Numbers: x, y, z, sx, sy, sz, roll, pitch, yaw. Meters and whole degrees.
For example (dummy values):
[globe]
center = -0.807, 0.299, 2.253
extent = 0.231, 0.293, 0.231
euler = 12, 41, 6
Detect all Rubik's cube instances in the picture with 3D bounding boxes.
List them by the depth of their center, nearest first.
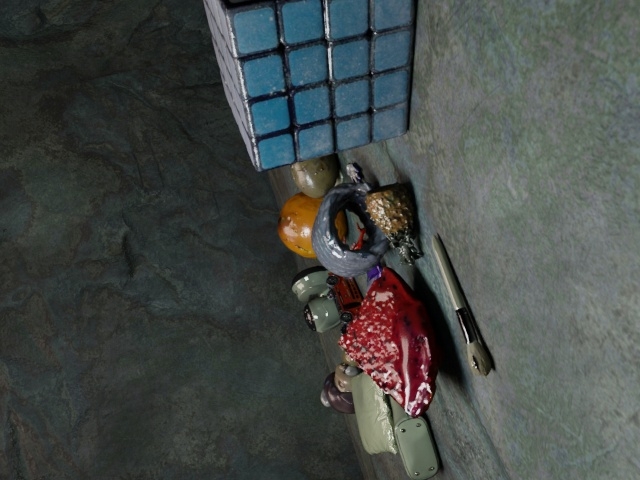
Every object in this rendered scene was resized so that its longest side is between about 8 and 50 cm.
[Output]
[Rubik's cube]
center = -0.032, -0.392, 1.110
extent = 0.345, 0.336, 0.344
euler = 82, 167, -46

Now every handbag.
[handbag]
center = 0.270, 0.610, 1.756
extent = 0.315, 0.109, 0.242
euler = 164, 90, -84

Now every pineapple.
[pineapple]
center = 0.173, -0.032, 1.258
extent = 0.108, 0.108, 0.198
euler = -145, 33, -74

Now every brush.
[brush]
center = 0.275, 0.126, 1.114
extent = 0.039, 0.042, 0.300
euler = 97, 156, -73

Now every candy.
[candy]
center = 0.187, 0.198, 1.632
extent = 0.145, 0.070, 0.276
euler = 131, 126, -71

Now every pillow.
[pillow]
center = 0.186, 0.587, 1.898
extent = 0.274, 0.076, 0.281
euler = 124, 136, -63

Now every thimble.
[thimble]
center = 0.085, -0.031, 1.474
extent = 0.172, 0.204, 0.237
euler = 113, 165, -67

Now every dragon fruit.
[dragon fruit]
center = 0.181, 0.288, 1.335
extent = 0.302, 0.240, 0.330
euler = 57, -168, -44

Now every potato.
[potato]
center = -0.025, -0.265, 1.792
extent = 0.165, 0.164, 0.263
euler = 96, 166, -66

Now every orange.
[orange]
center = -0.029, -0.054, 1.929
extent = 0.246, 0.245, 0.246
euler = 163, 90, -80

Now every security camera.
[security camera]
center = -0.003, 0.273, 2.452
extent = 0.197, 0.191, 0.277
euler = 95, 156, -61

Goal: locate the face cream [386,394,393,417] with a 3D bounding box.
[face cream]
center = 0.249, 0.653, 2.007
extent = 0.075, 0.075, 0.230
euler = -127, 23, -63

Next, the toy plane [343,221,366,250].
[toy plane]
center = 0.117, 0.011, 1.715
extent = 0.126, 0.077, 0.194
euler = -125, 28, -51

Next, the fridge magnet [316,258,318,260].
[fridge magnet]
center = 0.000, 0.000, 2.271
extent = 0.208, 0.088, 0.208
euler = 163, 90, -80

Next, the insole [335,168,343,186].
[insole]
center = 0.058, -0.192, 1.875
extent = 0.192, 0.010, 0.063
euler = 105, 147, -70

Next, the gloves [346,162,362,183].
[gloves]
center = 0.102, -0.187, 1.598
extent = 0.086, 0.026, 0.064
euler = -128, 21, -52

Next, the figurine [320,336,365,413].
[figurine]
center = 0.107, 0.541, 2.229
extent = 0.218, 0.206, 0.365
euler = 39, 145, 48

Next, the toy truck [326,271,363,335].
[toy truck]
center = 0.100, 0.232, 2.031
extent = 0.108, 0.114, 0.253
euler = 87, 165, -50
